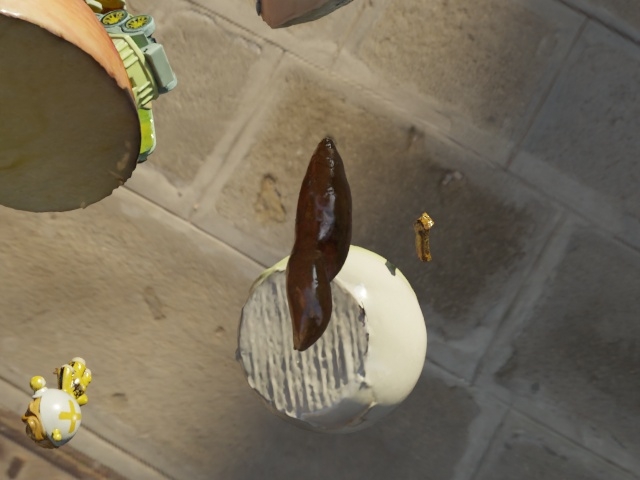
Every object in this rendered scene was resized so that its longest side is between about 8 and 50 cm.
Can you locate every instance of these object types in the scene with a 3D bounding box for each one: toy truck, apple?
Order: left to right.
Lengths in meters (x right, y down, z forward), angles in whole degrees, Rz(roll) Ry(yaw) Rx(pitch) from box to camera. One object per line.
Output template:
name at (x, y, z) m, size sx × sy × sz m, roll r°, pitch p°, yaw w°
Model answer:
apple at (-0.288, -0.132, 0.580) m, size 0.293 × 0.251 × 0.163 m, roll -8°, pitch 63°, yaw -10°
toy truck at (-0.220, -0.164, 0.734) m, size 0.169 × 0.077 × 0.100 m, roll 20°, pitch 54°, yaw 29°

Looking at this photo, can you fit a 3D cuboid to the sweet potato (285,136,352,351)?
sweet potato at (0.001, -0.001, 0.704) m, size 0.058 × 0.055 × 0.202 m, roll 14°, pitch 63°, yaw -14°

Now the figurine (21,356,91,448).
figurine at (-0.346, 0.222, 1.063) m, size 0.068 × 0.143 × 0.101 m, roll -11°, pitch 95°, yaw 13°

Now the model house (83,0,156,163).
model house at (-0.406, -0.237, 0.996) m, size 0.357 × 0.313 × 0.242 m, roll -7°, pitch 77°, yaw -9°

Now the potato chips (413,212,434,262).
potato chips at (0.163, -0.004, 1.245) m, size 0.026 × 0.204 × 0.037 m, roll -32°, pitch 72°, yaw -4°

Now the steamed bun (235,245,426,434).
steamed bun at (0.034, 0.155, 1.255) m, size 0.309 × 0.309 × 0.309 m, roll 0°, pitch 80°, yaw -2°

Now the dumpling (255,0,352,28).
dumpling at (0.020, -0.220, 0.474) m, size 0.118 × 0.136 × 0.199 m, roll 11°, pitch 99°, yaw -35°
